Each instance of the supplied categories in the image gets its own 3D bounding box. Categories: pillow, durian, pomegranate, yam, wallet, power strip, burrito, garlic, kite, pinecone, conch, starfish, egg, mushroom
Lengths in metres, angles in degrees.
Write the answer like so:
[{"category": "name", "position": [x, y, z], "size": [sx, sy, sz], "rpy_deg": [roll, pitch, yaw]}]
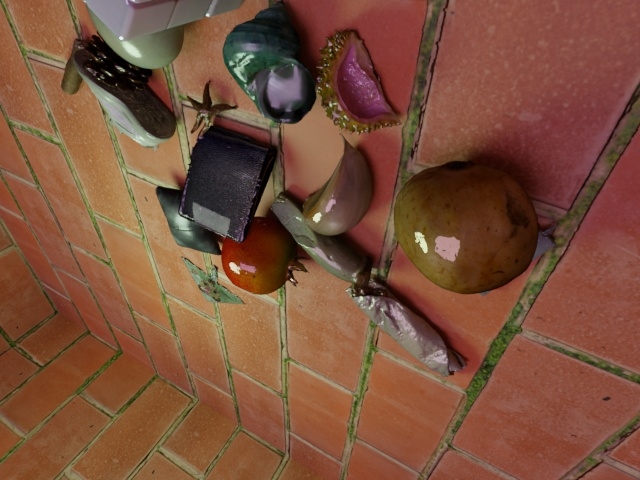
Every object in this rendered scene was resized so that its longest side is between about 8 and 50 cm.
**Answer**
[{"category": "pillow", "position": [-0.429, -0.058, 1.340], "size": [0.186, 0.106, 0.249], "rpy_deg": [11, 132, 20]}, {"category": "durian", "position": [0.059, -0.293, 0.801], "size": [0.132, 0.165, 0.182], "rpy_deg": [-32, 134, 7]}, {"category": "pomegranate", "position": [0.259, -0.026, 0.753], "size": [0.261, 0.260, 0.260], "rpy_deg": [20, 134, 22]}, {"category": "yam", "position": [-0.724, -0.512, 1.214], "size": [0.241, 0.057, 0.056], "rpy_deg": [-24, 109, 47]}, {"category": "wallet", "position": [-0.248, -0.151, 1.076], "size": [0.221, 0.071, 0.262], "rpy_deg": [22, 97, 17]}, {"category": "power strip", "position": [0.404, 0.040, 0.870], "size": [0.060, 0.027, 0.252], "rpy_deg": [38, 138, 5]}, {"category": "burrito", "position": [0.241, 0.242, 1.128], "size": [0.392, 0.076, 0.117], "rpy_deg": [42, 131, -5]}, {"category": "garlic", "position": [0.038, -0.108, 0.957], "size": [0.164, 0.146, 0.245], "rpy_deg": [61, 142, 25]}, {"category": "kite", "position": [-0.432, 0.177, 1.609], "size": [0.323, 0.013, 0.267], "rpy_deg": [36, 138, 5]}, {"category": "pinecone", "position": [-0.497, -0.460, 1.024], "size": [0.174, 0.173, 0.173], "rpy_deg": [20, 134, 22]}, {"category": "conch", "position": [-0.098, -0.362, 0.827], "size": [0.196, 0.134, 0.202], "rpy_deg": [7, 132, -10]}, {"category": "starfish", "position": [-0.274, -0.329, 1.017], "size": [0.131, 0.041, 0.132], "rpy_deg": [-2, 106, 11]}, {"category": "egg", "position": [-0.399, -0.500, 0.882], "size": [0.187, 0.186, 0.253], "rpy_deg": [8, 132, 31]}, {"category": "pomegranate", "position": [-0.154, 0.049, 1.158], "size": [0.257, 0.220, 0.220], "rpy_deg": [17, 134, 13]}, {"category": "mushroom", "position": [-0.001, 0.002, 1.074], "size": [0.333, 0.107, 0.087], "rpy_deg": [40, 118, 2]}]

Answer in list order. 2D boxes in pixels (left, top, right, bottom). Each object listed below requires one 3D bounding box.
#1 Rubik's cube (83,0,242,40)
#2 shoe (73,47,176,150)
[{"category": "Rubik's cube", "position": [-0.266, -0.572, 0.631], "size": [0.322, 0.316, 0.319], "rpy_deg": [48, 138, -6]}, {"category": "shoe", "position": [-0.554, -0.377, 1.156], "size": [0.316, 0.124, 0.159], "rpy_deg": [47, 144, -7]}]
